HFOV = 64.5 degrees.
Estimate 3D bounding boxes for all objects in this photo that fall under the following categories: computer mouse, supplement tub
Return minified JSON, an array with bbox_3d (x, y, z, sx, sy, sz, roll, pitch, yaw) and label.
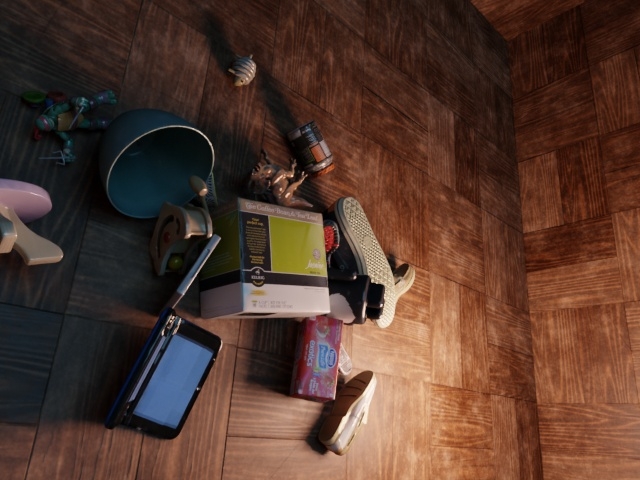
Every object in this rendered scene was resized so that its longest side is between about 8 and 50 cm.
[{"bbox_3d":[0.046,0.386,1.779,0.106,0.042,0.193,-24,90,-51],"label":"computer mouse"},{"bbox_3d":[-0.031,-0.333,1.866,0.117,0.117,0.190,-40,107,-44],"label":"supplement tub"}]

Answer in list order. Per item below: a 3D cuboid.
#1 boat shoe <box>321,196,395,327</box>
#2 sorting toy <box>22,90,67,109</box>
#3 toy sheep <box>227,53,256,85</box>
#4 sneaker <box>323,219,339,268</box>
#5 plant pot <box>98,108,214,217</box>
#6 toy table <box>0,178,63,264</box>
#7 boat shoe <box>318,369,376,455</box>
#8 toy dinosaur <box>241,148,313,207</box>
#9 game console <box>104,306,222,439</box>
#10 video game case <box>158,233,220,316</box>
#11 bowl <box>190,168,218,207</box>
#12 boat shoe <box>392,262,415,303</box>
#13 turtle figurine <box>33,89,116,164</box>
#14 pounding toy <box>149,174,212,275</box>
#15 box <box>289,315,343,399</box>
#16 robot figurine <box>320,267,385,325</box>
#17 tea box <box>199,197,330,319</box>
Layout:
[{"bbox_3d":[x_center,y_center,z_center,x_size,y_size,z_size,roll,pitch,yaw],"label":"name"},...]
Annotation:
[{"bbox_3d":[0.137,0.087,1.874,0.187,0.156,0.500,-25,93,-52],"label":"boat shoe"},{"bbox_3d":[-0.689,-0.345,1.273,0.102,0.042,0.061,-17,50,-38],"label":"sorting toy"},{"bbox_3d":[-0.265,-0.586,1.736,0.091,0.091,0.132,30,77,-35],"label":"toy sheep"},{"bbox_3d":[0.000,0.000,1.737,0.104,0.262,0.125,9,52,-7],"label":"sneaker"},{"bbox_3d":[-0.457,-0.231,1.332,0.290,0.290,0.195,-11,50,-46],"label":"plant pot"},{"bbox_3d":[-0.692,-0.015,1.047,0.274,0.252,0.161,-12,70,-36],"label":"toy table"},{"bbox_3d":[0.108,0.587,1.736,0.302,0.113,0.103,-49,114,-30],"label":"boat shoe"},{"bbox_3d":[-0.154,-0.175,1.701,0.295,0.127,0.200,51,54,-38],"label":"toy dinosaur"},{"bbox_3d":[-0.369,0.338,1.252,0.173,0.250,0.293,26,72,-7],"label":"game console"},{"bbox_3d":[-0.352,0.098,1.350,0.023,0.212,0.193,35,54,-11],"label":"video game case"},{"bbox_3d":[-0.354,-0.170,1.494,0.080,0.170,0.170,-10,84,-11],"label":"bowl"},{"bbox_3d":[0.281,0.176,2.031,0.302,0.109,0.098,-46,112,-36],"label":"boat shoe"},{"bbox_3d":[-0.615,-0.298,1.260,0.118,0.175,0.234,38,37,4],"label":"turtle figurine"},{"bbox_3d":[-0.341,-0.025,1.368,0.155,0.269,0.154,1,33,-44],"label":"pounding toy"},{"bbox_3d":[-0.013,0.380,1.631,0.123,0.128,0.256,13,65,-11],"label":"box"},{"bbox_3d":[0.074,0.192,1.702,0.173,0.278,0.209,-7,104,-79],"label":"robot figurine"},{"bbox_3d":[-0.169,0.070,1.531,0.329,0.220,0.323,9,72,-43],"label":"tea box"}]
